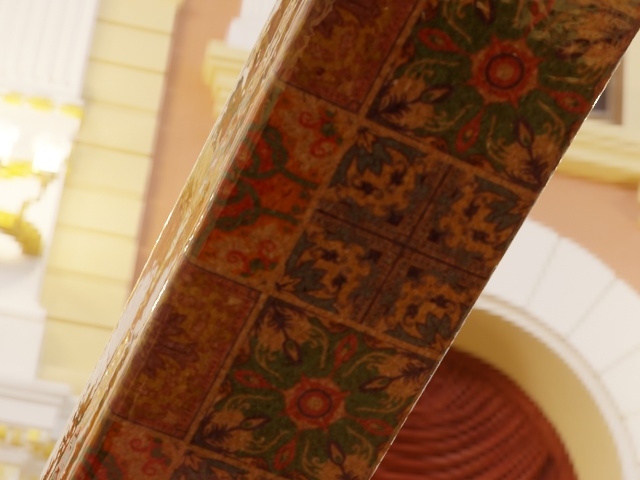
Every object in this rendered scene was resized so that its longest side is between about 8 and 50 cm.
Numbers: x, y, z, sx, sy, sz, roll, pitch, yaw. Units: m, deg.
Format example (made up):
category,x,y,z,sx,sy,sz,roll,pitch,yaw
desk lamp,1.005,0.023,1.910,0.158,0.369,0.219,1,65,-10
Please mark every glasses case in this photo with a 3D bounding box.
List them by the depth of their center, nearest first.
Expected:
category,x,y,z,sx,sy,sz,roll,pitch,yaw
glasses case,0.000,0.000,0.408,0.075,0.049,0.218,21,-66,-16
